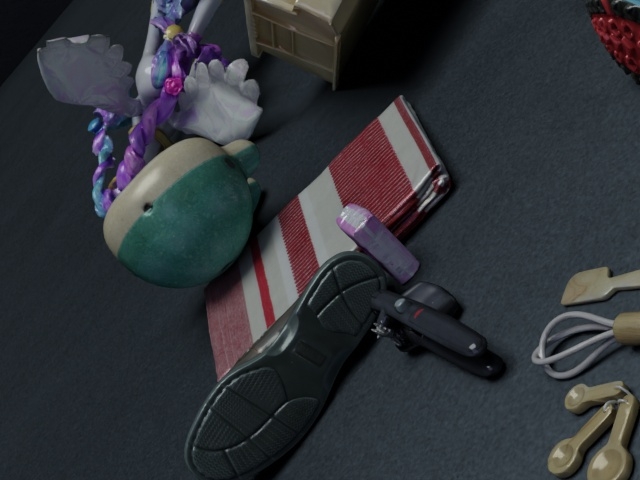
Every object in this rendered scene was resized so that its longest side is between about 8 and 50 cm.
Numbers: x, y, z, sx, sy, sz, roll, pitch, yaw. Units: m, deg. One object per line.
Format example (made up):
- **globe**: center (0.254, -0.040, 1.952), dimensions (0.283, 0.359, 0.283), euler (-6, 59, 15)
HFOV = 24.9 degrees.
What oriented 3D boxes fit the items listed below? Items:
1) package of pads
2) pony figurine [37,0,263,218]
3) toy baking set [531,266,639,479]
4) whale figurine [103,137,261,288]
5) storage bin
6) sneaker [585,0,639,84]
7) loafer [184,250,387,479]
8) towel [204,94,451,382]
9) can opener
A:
- **package of pads**: center (0.056, 0.002, 1.412), dimensions (0.032, 0.083, 0.050), euler (-46, 28, -1)
- **pony figurine**: center (-0.221, -0.213, 2.029), dimensions (0.351, 0.302, 0.363), euler (106, 179, -56)
- **toy baking set**: center (0.234, 0.074, 1.068), dimensions (0.196, 0.030, 0.256), euler (-37, 28, 29)
- **whale figurine**: center (-0.135, -0.020, 1.702), dimensions (0.216, 0.141, 0.272), euler (-46, -14, 11)
- **storage bin**: center (0.022, -0.347, 1.742), dimensions (0.262, 0.123, 0.260), euler (-63, -4, -8)
- **sneaker**: center (0.335, -0.192, 1.210), dimensions (0.125, 0.104, 0.262), euler (-40, 25, -17)
- **loafer**: center (-0.031, 0.125, 1.412), dimensions (0.267, 0.096, 0.084), euler (-50, 6, -3)
- **towel**: center (0.000, 0.000, 1.576), dimensions (0.329, 0.037, 0.237), euler (-44, 23, 12)
- **can opener**: center (0.098, 0.075, 1.268), dimensions (0.073, 0.059, 0.186), euler (-53, 24, -3)
